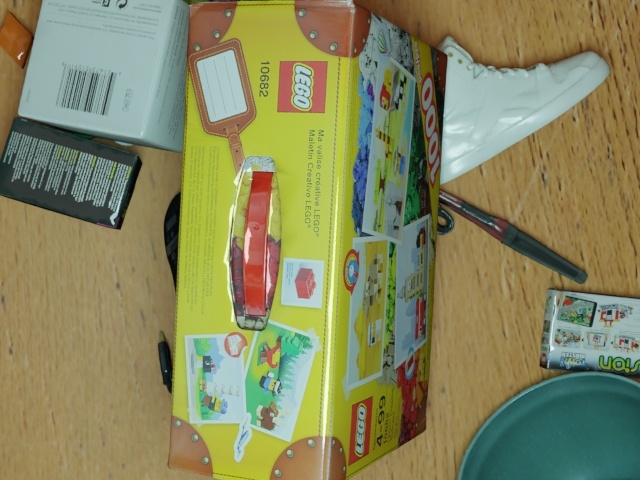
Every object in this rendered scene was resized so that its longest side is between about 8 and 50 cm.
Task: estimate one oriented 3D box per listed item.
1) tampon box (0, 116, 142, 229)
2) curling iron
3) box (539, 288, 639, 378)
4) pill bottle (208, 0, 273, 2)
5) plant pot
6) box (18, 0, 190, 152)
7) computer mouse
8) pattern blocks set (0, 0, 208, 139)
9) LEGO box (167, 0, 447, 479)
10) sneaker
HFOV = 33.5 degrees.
[{"bbox_3d":[-0.324,-0.083,1.376,0.161,0.120,0.101,17,88,-6],"label":"tampon box"},{"bbox_3d":[0.247,-0.001,1.482,0.274,0.035,0.068,22,100,-7],"label":"curling iron"},{"bbox_3d":[0.418,0.134,1.498,0.207,0.036,0.114,7,90,-6],"label":"box"},{"bbox_3d":[-0.100,-0.223,1.399,0.123,0.123,0.219,9,89,-6],"label":"pill bottle"},{"bbox_3d":[0.353,0.347,1.391,0.293,0.293,0.196,-39,120,-5],"label":"plant pot"},{"bbox_3d":[-0.254,-0.217,1.329,0.181,0.119,0.181,12,89,18],"label":"box"},{"bbox_3d":[-0.166,0.073,1.404,0.060,0.184,0.262,7,50,-33],"label":"computer mouse"},{"bbox_3d":[-0.287,-0.298,1.427,0.286,0.026,0.324,-3,91,-6],"label":"pattern blocks set"},{"bbox_3d":[0.000,0.000,1.258,0.193,0.372,0.499,4,93,22],"label":"LEGO box"},{"bbox_3d":[0.238,-0.219,1.443,0.293,0.108,0.169,-31,96,-4],"label":"sneaker"}]
